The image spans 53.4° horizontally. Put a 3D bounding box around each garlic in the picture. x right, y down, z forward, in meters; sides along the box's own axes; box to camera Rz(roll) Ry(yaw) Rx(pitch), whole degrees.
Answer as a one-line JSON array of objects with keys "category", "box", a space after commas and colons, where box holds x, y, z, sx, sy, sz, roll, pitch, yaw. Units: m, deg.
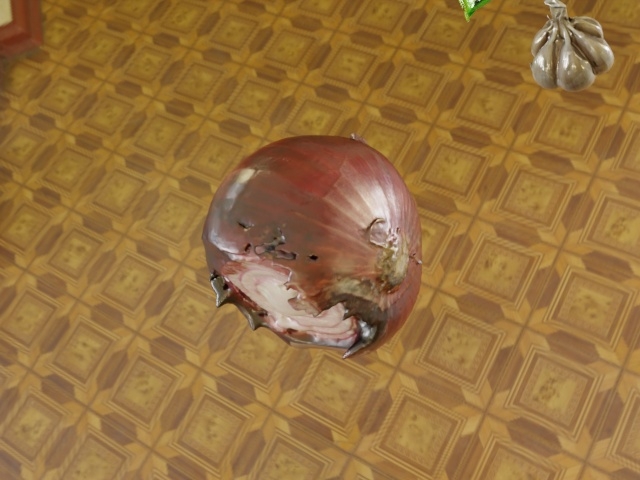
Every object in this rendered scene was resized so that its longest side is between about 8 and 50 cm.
[{"category": "garlic", "box": [0.417, -0.331, 1.062, 0.131, 0.194, 0.127, -2, 66, 25]}]

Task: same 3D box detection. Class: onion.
[{"category": "onion", "box": [0.003, -0.002, 0.941, 0.341, 0.341, 0.341, -6, 63, 11]}]

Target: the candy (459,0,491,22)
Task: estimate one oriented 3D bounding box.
[{"category": "candy", "box": [0.269, -0.422, 0.973, 0.032, 0.178, 0.102, -15, 88, -36]}]
